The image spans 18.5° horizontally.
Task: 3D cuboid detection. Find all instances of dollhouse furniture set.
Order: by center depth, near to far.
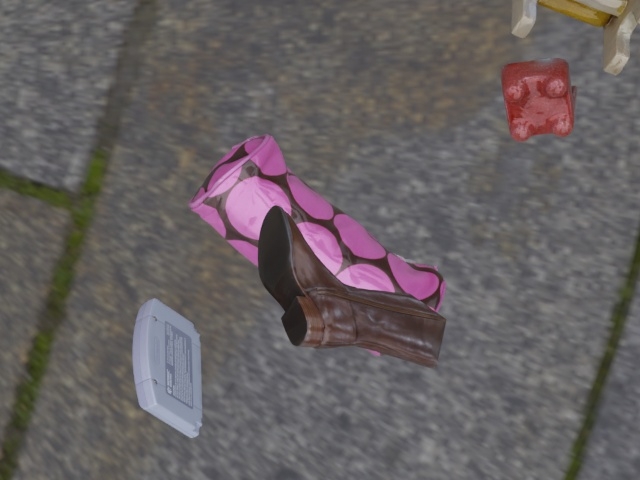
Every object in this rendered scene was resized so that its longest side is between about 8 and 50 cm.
[{"bbox_3d":[0.310,-0.135,1.668,0.374,0.152,0.201,20,130,-14],"label":"dollhouse furniture set"}]

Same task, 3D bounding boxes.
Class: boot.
[{"bbox_3d":[0.022,0.030,1.228,0.114,0.037,0.106,8,52,-34],"label":"boot"}]

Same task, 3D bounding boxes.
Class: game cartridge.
[{"bbox_3d":[-0.099,0.081,1.265,0.017,0.083,0.056,-24,138,24],"label":"game cartridge"}]

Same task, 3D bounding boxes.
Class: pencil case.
[{"bbox_3d":[0.000,0.000,1.565,0.209,0.095,0.098,40,56,-13],"label":"pencil case"}]
